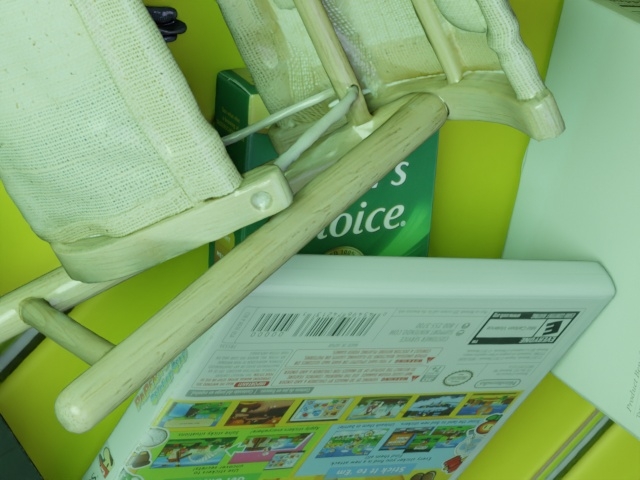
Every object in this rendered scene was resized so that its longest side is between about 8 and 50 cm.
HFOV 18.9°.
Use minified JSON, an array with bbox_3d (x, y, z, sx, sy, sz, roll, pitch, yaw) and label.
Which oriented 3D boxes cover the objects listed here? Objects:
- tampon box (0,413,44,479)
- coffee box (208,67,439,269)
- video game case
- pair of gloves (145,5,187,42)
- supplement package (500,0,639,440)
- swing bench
[{"bbox_3d":[-0.200,0.104,0.863,0.120,0.101,0.161,-34,126,-12],"label":"tampon box"},{"bbox_3d":[0.000,0.000,0.969,0.113,0.040,0.184,-7,115,-27],"label":"coffee box"},{"bbox_3d":[0.008,0.081,0.958,0.227,0.026,0.206,1,138,-36],"label":"video game case"},{"bbox_3d":[-0.093,-0.122,0.877,0.074,0.010,0.083,-5,115,-28],"label":"pair of gloves"},{"bbox_3d":[0.253,0.006,0.980,0.198,0.262,0.199,0,112,-31],"label":"supplement package"},{"bbox_3d":[-0.074,-0.105,0.781,0.254,0.165,0.253,-33,113,-17],"label":"swing bench"}]
